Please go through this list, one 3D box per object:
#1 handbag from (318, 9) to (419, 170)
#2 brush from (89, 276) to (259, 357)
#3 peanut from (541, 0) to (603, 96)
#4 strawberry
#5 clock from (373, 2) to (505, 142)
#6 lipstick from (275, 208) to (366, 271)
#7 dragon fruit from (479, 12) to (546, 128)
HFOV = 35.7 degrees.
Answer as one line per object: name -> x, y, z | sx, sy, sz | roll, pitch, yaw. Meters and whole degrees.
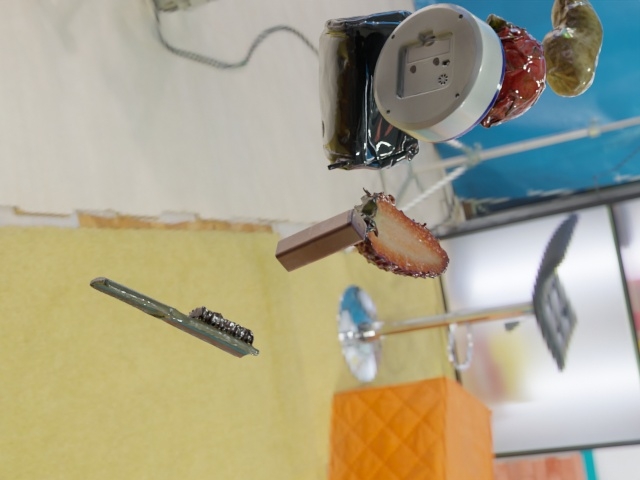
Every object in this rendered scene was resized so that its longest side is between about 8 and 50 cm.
handbag -> 0.068, -0.286, 1.913 | 0.275, 0.177, 0.302 | -18, 112, -48
brush -> -0.172, 0.089, 1.219 | 0.248, 0.043, 0.036 | 30, 58, -38
peanut -> 0.565, -0.445, 2.232 | 0.137, 0.122, 0.253 | 23, 70, -21
strawberry -> 0.127, 0.017, 1.749 | 0.208, 0.087, 0.167 | 42, 36, -20
clock -> 0.199, -0.287, 1.700 | 0.083, 0.230, 0.231 | 23, 58, -47
lipstick -> 0.000, 0.000, 1.570 | 0.045, 0.145, 0.045 | 50, 30, -31
dragon fruit -> 0.348, -0.320, 1.906 | 0.172, 0.172, 0.210 | -19, 125, -64
